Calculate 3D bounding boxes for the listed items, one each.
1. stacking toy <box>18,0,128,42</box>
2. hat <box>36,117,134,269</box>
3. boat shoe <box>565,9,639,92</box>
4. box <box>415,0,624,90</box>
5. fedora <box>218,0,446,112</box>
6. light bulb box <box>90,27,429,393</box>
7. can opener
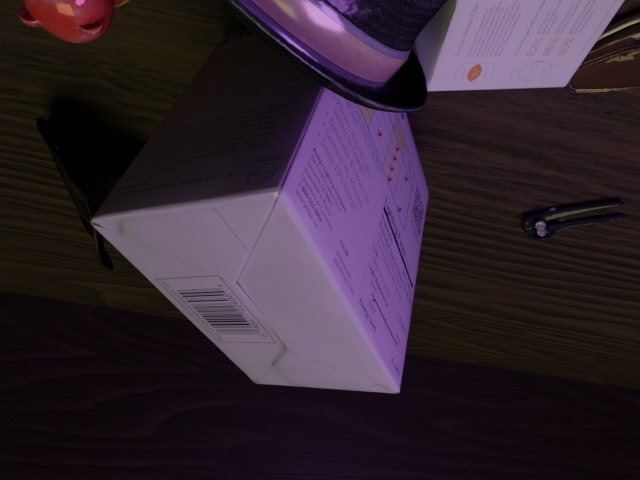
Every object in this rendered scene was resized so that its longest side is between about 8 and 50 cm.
[{"bbox_3d":[-0.381,-0.331,0.480,0.308,0.131,0.280,3,155,9],"label":"stacking toy"},{"bbox_3d":[-0.413,-0.101,0.902,0.133,0.331,0.331,-24,166,-24],"label":"hat"},{"bbox_3d":[0.417,-0.214,0.535,0.257,0.095,0.095,-11,149,34],"label":"boat shoe"},{"bbox_3d":[0.203,-0.243,0.506,0.170,0.091,0.130,-2,154,-4],"label":"box"},{"bbox_3d":[0.015,-0.262,0.364,0.334,0.334,0.152,26,132,-33],"label":"fedora"},{"bbox_3d":[-0.018,-0.050,0.613,0.225,0.361,0.358,-4,137,25],"label":"light bulb box"},{"bbox_3d":[0.496,-0.047,0.931,0.186,0.073,0.059,-16,107,35],"label":"can opener"}]
